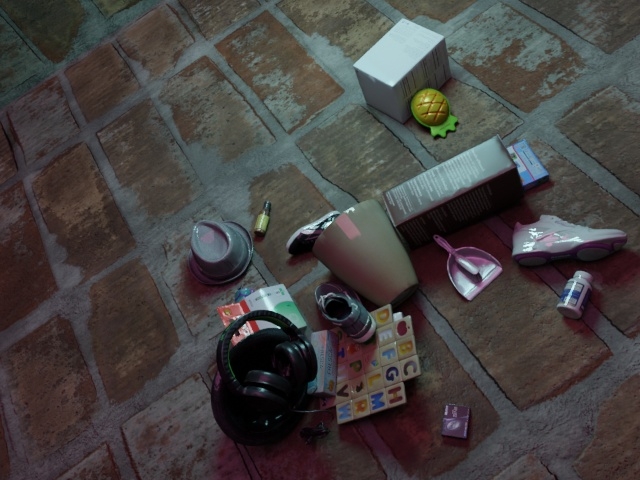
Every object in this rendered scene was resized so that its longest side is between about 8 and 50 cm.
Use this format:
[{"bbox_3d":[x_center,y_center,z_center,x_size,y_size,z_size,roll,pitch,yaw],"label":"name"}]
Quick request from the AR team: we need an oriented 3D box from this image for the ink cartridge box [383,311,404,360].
[{"bbox_3d":[0.222,0.285,1.746,0.056,0.099,0.135,-15,55,13],"label":"ink cartridge box"}]

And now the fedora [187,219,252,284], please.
[{"bbox_3d":[-0.362,0.017,2.120,0.243,0.124,0.275,-34,54,-2],"label":"fedora"}]

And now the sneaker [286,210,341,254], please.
[{"bbox_3d":[0.000,0.000,2.019,0.216,0.079,0.121,-35,53,-4],"label":"sneaker"}]

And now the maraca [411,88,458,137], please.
[{"bbox_3d":[0.391,-0.439,2.136,0.127,0.099,0.186,-34,80,1],"label":"maraca"}]

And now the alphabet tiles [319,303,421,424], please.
[{"bbox_3d":[0.123,0.343,1.722,0.342,0.011,0.285,-28,50,31],"label":"alphabet tiles"}]

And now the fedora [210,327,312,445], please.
[{"bbox_3d":[-0.183,0.408,1.763,0.152,0.334,0.334,-10,49,56],"label":"fedora"}]

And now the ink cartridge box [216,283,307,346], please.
[{"bbox_3d":[-0.179,0.231,1.894,0.224,0.056,0.181,-9,48,-30],"label":"ink cartridge box"}]

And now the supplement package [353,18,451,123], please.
[{"bbox_3d":[0.293,-0.601,2.206,0.262,0.198,0.199,-45,56,-10],"label":"supplement package"}]

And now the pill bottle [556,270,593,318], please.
[{"bbox_3d":[0.689,0.145,1.674,0.067,0.067,0.120,21,69,30],"label":"pill bottle"}]

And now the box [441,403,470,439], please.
[{"bbox_3d":[0.355,0.474,1.628,0.067,0.018,0.083,4,62,22],"label":"box"}]

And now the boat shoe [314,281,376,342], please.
[{"bbox_3d":[0.051,0.184,1.814,0.116,0.099,0.319,-48,30,-1],"label":"boat shoe"}]

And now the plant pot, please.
[{"bbox_3d":[0.156,0.065,1.843,0.256,0.256,0.274,-36,71,-3],"label":"plant pot"}]

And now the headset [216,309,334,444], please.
[{"bbox_3d":[-0.116,0.373,1.665,0.394,0.185,0.243,50,56,-2],"label":"headset"}]

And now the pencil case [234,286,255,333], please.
[{"bbox_3d":[-0.236,0.224,1.980,0.070,0.064,0.152,-33,50,31],"label":"pencil case"}]

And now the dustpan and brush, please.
[{"bbox_3d":[0.412,0.057,1.838,0.147,0.060,0.211,-41,55,-7],"label":"dustpan and brush"}]

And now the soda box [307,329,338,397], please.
[{"bbox_3d":[0.008,0.353,1.779,0.063,0.058,0.183,-19,55,38],"label":"soda box"}]

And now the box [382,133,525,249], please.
[{"bbox_3d":[0.396,-0.137,1.853,0.381,0.191,0.143,-25,59,13],"label":"box"}]

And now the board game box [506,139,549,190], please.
[{"bbox_3d":[0.580,-0.210,1.953,0.211,0.039,0.160,-24,55,6],"label":"board game box"}]

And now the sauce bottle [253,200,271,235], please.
[{"bbox_3d":[-0.198,-0.078,2.166,0.042,0.042,0.128,4,62,23],"label":"sauce bottle"}]

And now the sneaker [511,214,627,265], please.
[{"bbox_3d":[0.691,-0.018,1.745,0.305,0.114,0.152,-5,59,18],"label":"sneaker"}]
